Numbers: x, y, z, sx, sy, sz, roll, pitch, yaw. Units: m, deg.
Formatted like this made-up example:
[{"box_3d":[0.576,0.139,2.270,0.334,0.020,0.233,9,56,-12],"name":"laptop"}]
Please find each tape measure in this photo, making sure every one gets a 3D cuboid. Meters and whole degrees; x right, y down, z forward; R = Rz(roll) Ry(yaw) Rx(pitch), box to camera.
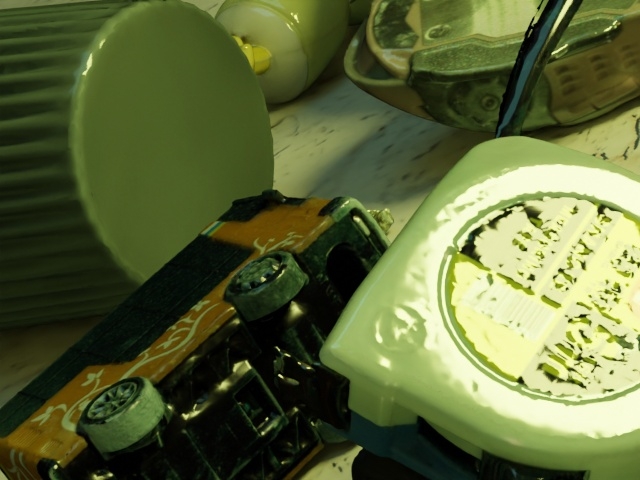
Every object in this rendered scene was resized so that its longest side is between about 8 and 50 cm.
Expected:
[{"box_3d":[0.153,0.002,1.032,0.215,0.098,0.351,27,60,17],"name":"tape measure"}]

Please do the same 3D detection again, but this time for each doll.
[{"box_3d":[-0.015,-0.236,1.831,0.141,0.117,0.296,-1,36,43],"name":"doll"}]

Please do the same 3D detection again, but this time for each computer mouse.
[{"box_3d":[0.210,-0.172,1.455,0.389,0.115,0.199,-11,43,11],"name":"computer mouse"}]

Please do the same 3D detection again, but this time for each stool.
[{"box_3d":[-0.242,-0.063,1.538,0.330,0.297,0.297,-5,33,37],"name":"stool"}]

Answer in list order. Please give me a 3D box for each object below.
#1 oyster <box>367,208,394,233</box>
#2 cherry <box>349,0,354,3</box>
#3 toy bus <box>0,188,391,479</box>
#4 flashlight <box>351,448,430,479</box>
[{"box_3d":[0.001,-0.001,1.451,0.098,0.037,0.100,-16,-2,-16],"name":"oyster"},{"box_3d":[0.149,-0.309,1.633,0.307,0.221,0.261,-44,3,12],"name":"cherry"},{"box_3d":[-0.073,0.095,1.197,0.275,0.138,0.167,-42,24,-23],"name":"toy bus"},{"box_3d":[0.109,0.081,1.088,0.093,0.093,0.232,3,44,52],"name":"flashlight"}]
